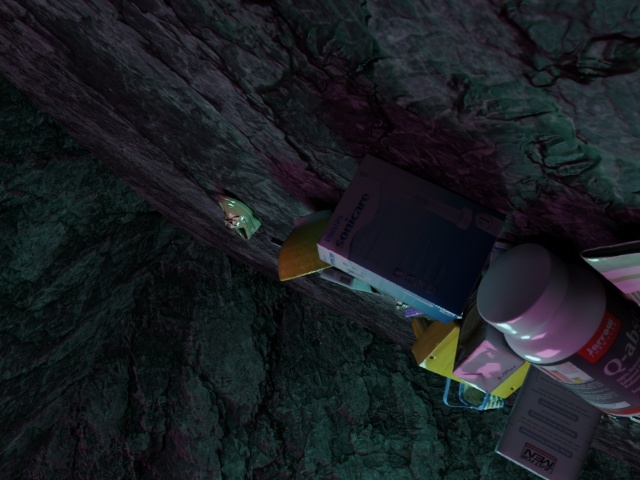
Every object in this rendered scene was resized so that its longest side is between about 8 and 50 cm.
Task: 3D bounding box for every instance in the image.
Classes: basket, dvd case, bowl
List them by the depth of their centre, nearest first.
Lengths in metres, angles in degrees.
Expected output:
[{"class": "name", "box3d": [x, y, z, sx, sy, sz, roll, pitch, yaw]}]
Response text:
[{"class": "bowl", "box3d": [0.000, 0.000, 1.383, 0.289, 0.289, 0.156, 157, 96, -74]}, {"class": "basket", "box3d": [0.703, 0.638, 2.199, 0.288, 0.255, 0.201, 13, 172, -14]}, {"class": "dvd case", "box3d": [-0.102, 0.072, 2.225, 0.238, 0.030, 0.179, 23, 165, 24]}]

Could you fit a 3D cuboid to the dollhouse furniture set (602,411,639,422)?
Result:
[{"class": "dollhouse furniture set", "box3d": [0.949, 0.518, 1.461, 0.129, 0.129, 0.183, 15, 161, 47]}]

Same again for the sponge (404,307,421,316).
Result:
[{"class": "sponge", "box3d": [0.386, 0.249, 1.729, 0.117, 0.031, 0.210, -4, 168, -7]}]

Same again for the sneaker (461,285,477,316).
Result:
[{"class": "sneaker", "box3d": [0.298, 0.139, 1.385, 0.322, 0.130, 0.236, 7, 150, 42]}]

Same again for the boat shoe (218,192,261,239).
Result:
[{"class": "boat shoe", "box3d": [-0.337, -0.091, 1.945, 0.109, 0.098, 0.302, 24, 166, 22]}]

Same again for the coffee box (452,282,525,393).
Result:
[{"class": "coffee box", "box3d": [0.393, 0.202, 1.106, 0.098, 0.246, 0.141, 29, 130, 3]}]

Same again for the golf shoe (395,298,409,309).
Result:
[{"class": "golf shoe", "box3d": [0.324, 0.210, 1.798, 0.069, 0.086, 0.176, -19, 167, 21]}]

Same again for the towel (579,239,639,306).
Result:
[{"class": "towel", "box3d": [0.592, 0.090, 0.706, 0.325, 0.038, 0.248, 34, 156, -20]}]

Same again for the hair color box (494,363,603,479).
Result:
[{"class": "hair color box", "box3d": [0.615, 0.419, 1.244, 0.185, 0.374, 0.113, 24, 166, 24]}]

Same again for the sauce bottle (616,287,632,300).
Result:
[{"class": "sauce bottle", "box3d": [0.542, 0.067, 0.811, 0.042, 0.042, 0.128, 24, 165, 20]}]

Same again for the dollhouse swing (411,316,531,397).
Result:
[{"class": "dollhouse swing", "box3d": [0.530, 0.336, 1.701, 0.346, 0.305, 0.315, 23, 126, -10]}]

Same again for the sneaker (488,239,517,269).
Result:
[{"class": "sneaker", "box3d": [0.400, 0.074, 1.051, 0.071, 0.083, 0.190, 16, 163, 40]}]

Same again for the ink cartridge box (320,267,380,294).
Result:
[{"class": "ink cartridge box", "box3d": [0.140, 0.176, 2.107, 0.189, 0.066, 0.232, 17, -177, 42]}]

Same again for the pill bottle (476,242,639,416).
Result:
[{"class": "pill bottle", "box3d": [0.493, 0.172, 0.933, 0.363, 0.210, 0.210, 33, 167, -17]}]

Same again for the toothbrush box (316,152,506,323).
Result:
[{"class": "toothbrush box", "box3d": [0.170, -0.003, 0.946, 0.295, 0.216, 0.126, 26, 167, 9]}]
